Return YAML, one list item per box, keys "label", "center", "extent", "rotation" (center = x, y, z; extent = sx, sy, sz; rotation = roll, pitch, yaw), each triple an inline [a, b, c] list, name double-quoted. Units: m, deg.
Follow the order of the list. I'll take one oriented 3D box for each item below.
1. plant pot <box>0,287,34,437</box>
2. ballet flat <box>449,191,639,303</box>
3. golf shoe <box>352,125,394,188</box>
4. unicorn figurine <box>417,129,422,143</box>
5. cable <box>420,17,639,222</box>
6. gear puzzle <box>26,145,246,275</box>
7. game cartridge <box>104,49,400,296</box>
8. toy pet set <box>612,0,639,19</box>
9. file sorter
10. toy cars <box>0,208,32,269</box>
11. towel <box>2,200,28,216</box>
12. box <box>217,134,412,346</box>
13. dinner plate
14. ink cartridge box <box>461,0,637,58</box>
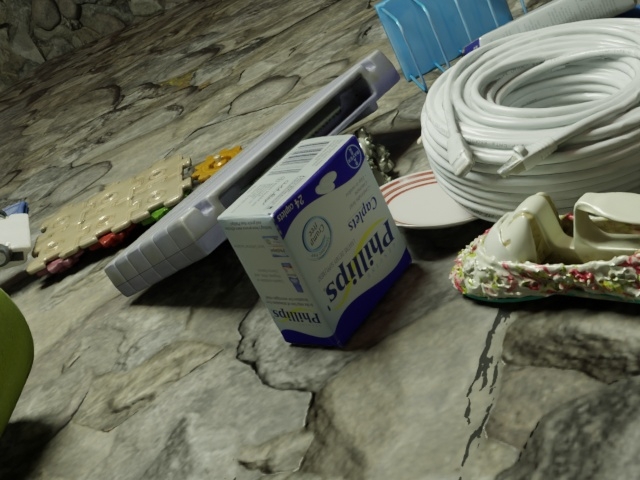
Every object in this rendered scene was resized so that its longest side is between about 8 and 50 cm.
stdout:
- label: "plant pot"
  center: [-0.400, 0.187, 0.716]
  extent: [0.274, 0.275, 0.294]
  rotation: [-21, 41, 15]
- label: "ballet flat"
  center: [0.188, -0.001, 0.641]
  extent: [0.241, 0.077, 0.091]
  rotation: [-2, 35, 46]
- label: "golf shoe"
  center: [0.035, -0.056, 0.955]
  extent: [0.086, 0.069, 0.176]
  rotation: [-39, 14, 18]
- label: "unicorn figurine"
  center: [0.190, -0.142, 0.959]
  extent: [0.162, 0.060, 0.111]
  rotation: [-49, 35, -10]
- label: "cable"
  center: [0.218, -0.114, 0.791]
  extent: [0.257, 0.089, 0.257]
  rotation: [-18, 30, 1]
- label: "gear puzzle"
  center: [-0.250, -0.051, 1.254]
  extent: [0.338, 0.044, 0.175]
  rotation: [-26, 28, 4]
- label: "game cartridge"
  center: [-0.077, -0.075, 1.027]
  extent: [0.355, 0.068, 0.230]
  rotation: [-45, 8, -34]
- label: "toy pet set"
  center: [0.396, -0.267, 1.006]
  extent: [0.114, 0.065, 0.122]
  rotation: [14, 38, 6]
- label: "file sorter"
  center: [0.181, -0.291, 1.184]
  extent: [0.170, 0.118, 0.104]
  rotation: [-27, 27, 3]
- label: "toy cars"
  center: [-0.555, 0.066, 1.161]
  extent: [0.176, 0.087, 0.393]
  rotation: [26, 40, 22]
- label: "towel"
  center: [-0.631, 0.027, 1.513]
  extent: [0.285, 0.034, 0.209]
  rotation: [-29, 21, -8]
- label: "box"
  center: [0.000, 0.000, 0.763]
  extent: [0.072, 0.137, 0.126]
  rotation: [-1, 35, 44]
- label: "dinner plate"
  center: [0.113, -0.038, 0.840]
  extent: [0.141, 0.017, 0.141]
  rotation: [-9, 25, 4]
- label: "ink cartridge box"
  center: [0.226, -0.231, 1.025]
  extent: [0.224, 0.045, 0.223]
  rotation: [-25, 6, 7]
